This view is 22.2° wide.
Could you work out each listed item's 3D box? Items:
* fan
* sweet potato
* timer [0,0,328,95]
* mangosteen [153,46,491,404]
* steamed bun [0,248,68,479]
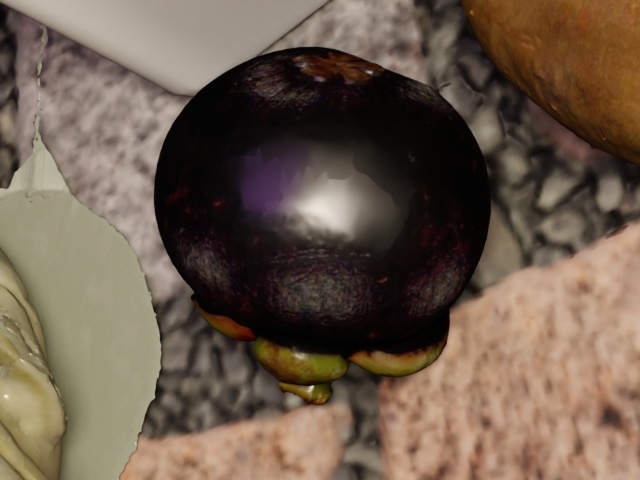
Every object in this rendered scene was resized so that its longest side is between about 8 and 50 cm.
[{"bbox_3d":[-0.143,-0.006,0.802,0.182,0.010,0.310,-2,78,32],"label":"fan"},{"bbox_3d":[0.146,-0.051,0.586,0.097,0.097,0.292,-50,57,10],"label":"sweet potato"},{"bbox_3d":[-0.073,-0.208,0.707,0.194,0.195,0.192,-35,61,18],"label":"timer"},{"bbox_3d":[0.000,0.000,0.655,0.137,0.137,0.151,21,122,34],"label":"mangosteen"},{"bbox_3d":[-0.267,0.152,0.694,0.347,0.237,0.394,7,82,31],"label":"steamed bun"}]
